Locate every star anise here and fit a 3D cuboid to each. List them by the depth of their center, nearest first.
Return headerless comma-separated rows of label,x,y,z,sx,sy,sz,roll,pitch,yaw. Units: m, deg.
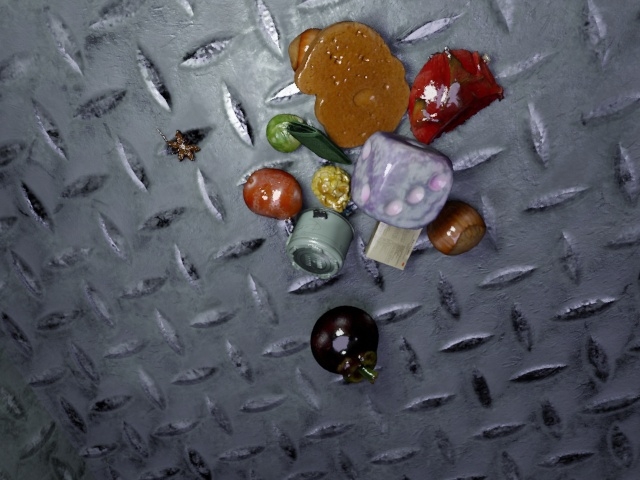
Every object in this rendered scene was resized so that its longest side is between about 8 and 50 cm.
star anise,-0.562,-0.379,1.726,0.190,0.070,0.097,43,81,-8

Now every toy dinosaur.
toy dinosaur,0.099,-0.113,1.764,0.047,0.031,0.083,37,110,-9

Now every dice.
dice,0.276,-0.212,1.548,0.269,0.270,0.272,11,113,-20

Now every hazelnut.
hazelnut,-0.021,-0.635,1.520,0.181,0.182,0.182,2,110,6
hazelnut,0.507,-0.046,1.674,0.214,0.176,0.215,-1,72,4

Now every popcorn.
popcorn,0.047,-0.194,1.670,0.170,0.179,0.180,17,112,49

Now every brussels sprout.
brussels sprout,-0.126,-0.398,1.640,0.154,0.117,0.155,4,108,12

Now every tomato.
tomato,-0.171,-0.177,1.677,0.231,0.232,0.189,18,95,0

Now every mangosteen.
mangosteen,0.097,0.424,1.809,0.296,0.314,0.297,5,121,9

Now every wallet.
wallet,0.000,-0.343,1.575,0.160,0.236,0.055,26,89,40

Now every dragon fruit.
dragon fruit,0.443,-0.507,1.525,0.343,0.100,0.282,-33,108,14

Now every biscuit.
biscuit,0.128,-0.515,1.511,0.349,0.078,0.455,-34,128,5

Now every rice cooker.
rice cooker,0.000,0.000,1.703,0.240,0.227,0.281,9,143,16

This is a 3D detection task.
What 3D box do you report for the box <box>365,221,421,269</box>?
box,0.291,-0.014,1.744,0.167,0.095,0.212,21,111,0
